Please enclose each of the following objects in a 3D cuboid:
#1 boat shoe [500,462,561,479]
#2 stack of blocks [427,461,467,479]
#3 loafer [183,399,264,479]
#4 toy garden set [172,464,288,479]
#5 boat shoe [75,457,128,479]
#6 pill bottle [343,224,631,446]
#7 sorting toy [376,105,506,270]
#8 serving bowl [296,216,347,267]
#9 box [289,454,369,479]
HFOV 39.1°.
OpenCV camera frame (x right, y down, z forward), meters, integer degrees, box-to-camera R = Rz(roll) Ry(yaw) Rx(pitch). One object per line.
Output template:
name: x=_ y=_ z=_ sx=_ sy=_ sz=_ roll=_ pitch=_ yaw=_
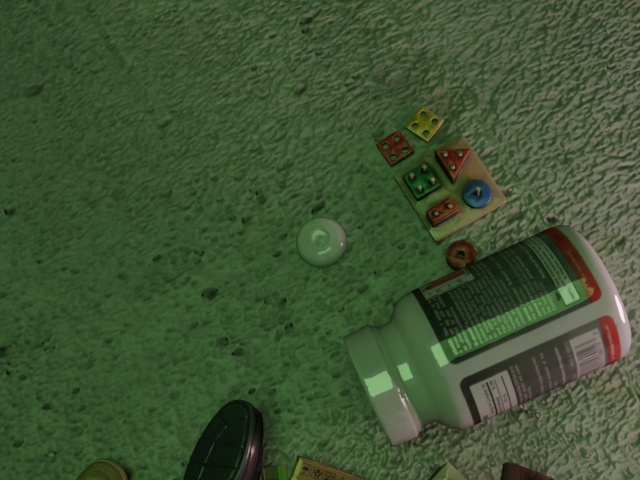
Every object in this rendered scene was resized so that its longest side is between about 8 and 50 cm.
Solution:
boat shoe: x=0.209 y=0.439 z=1.126 sx=0.123 sy=0.123 sz=0.342 roll=23 pitch=67 yaw=14
stack of blocks: x=0.221 y=0.469 z=1.220 sx=0.297 sy=0.087 sz=0.171 roll=43 pitch=75 yaw=12
loafer: x=-0.143 y=0.384 z=1.298 sx=0.109 sy=0.095 sz=0.303 roll=2 pitch=67 yaw=41
toy garden set: x=-0.162 y=0.451 z=1.338 sx=0.244 sy=0.049 sz=0.204 roll=-9 pitch=75 yaw=5
boat shoe: x=-0.380 y=0.462 z=1.342 sx=0.104 sy=0.089 sz=0.285 roll=22 pitch=79 yaw=13
pill bottle: x=0.230 y=0.140 z=1.284 sx=0.362 sy=0.210 sz=0.210 roll=-24 pitch=74 yaw=1
sorting toy: x=0.201 y=-0.095 z=1.434 sx=0.132 sy=0.046 sz=0.275 roll=-30 pitch=73 yaw=-1
serving bowl: x=0.000 y=0.000 z=1.445 sx=0.083 sy=0.027 sz=0.083 roll=-2 pitch=76 yaw=7
box: x=0.033 y=0.424 z=1.306 sx=0.201 sy=0.021 sz=0.165 roll=21 pitch=80 yaw=-5
